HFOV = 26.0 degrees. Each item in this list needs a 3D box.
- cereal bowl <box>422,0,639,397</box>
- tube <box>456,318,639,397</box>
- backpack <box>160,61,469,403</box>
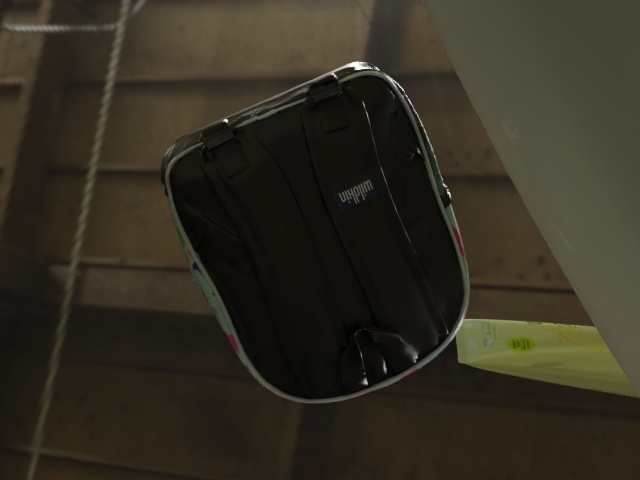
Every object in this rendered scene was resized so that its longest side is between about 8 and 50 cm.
[{"bbox_3d":[0.131,-0.026,0.272,0.141,0.339,0.339,-30,-118,2],"label":"cereal bowl"},{"bbox_3d":[0.236,0.101,1.201,0.240,0.070,0.062,7,-112,1],"label":"tube"},{"bbox_3d":[0.000,0.000,1.165,0.225,0.191,0.253,-25,-83,-3],"label":"backpack"}]
